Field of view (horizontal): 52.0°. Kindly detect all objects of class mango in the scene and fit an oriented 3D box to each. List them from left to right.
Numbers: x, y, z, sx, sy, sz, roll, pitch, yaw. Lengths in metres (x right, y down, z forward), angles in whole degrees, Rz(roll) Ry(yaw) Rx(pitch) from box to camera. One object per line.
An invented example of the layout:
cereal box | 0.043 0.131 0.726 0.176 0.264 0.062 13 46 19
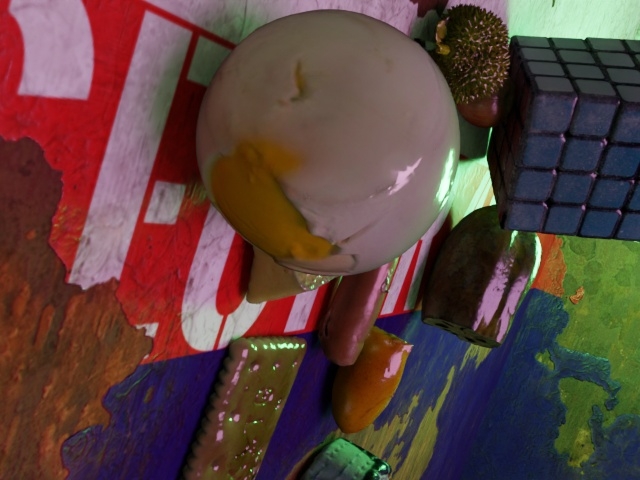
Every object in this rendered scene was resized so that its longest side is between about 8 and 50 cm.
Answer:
mango | 0.094 0.290 1.350 0.252 0.126 0.154 -68 165 18

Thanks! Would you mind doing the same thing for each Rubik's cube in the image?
Rubik's cube | 0.576 -0.234 1.454 0.343 0.338 0.344 -81 173 -50

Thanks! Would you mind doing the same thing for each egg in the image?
egg | 0.016 -0.099 0.746 0.283 0.283 0.345 -64 165 -6

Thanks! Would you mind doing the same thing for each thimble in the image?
thimble | 0.044 0.558 1.439 0.237 0.150 0.237 -39 142 -39

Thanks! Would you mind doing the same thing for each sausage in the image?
sausage | 0.093 0.031 1.178 0.094 0.094 0.418 17 98 -24

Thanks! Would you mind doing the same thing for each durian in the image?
durian | 0.263 -0.331 1.145 0.159 0.146 0.198 -60 156 -18

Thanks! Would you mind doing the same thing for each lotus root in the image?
lotus root | 0.397 0.078 1.605 0.345 0.251 0.250 -64 153 -6

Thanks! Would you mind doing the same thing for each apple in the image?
apple | 0.344 -0.296 1.368 0.126 0.102 0.126 -33 132 -46

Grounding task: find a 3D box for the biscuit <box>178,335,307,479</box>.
biscuit | -0.127 0.305 1.054 0.217 0.044 0.324 17 96 -64

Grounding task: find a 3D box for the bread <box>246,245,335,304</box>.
bread | 0.000 0.000 0.983 0.266 0.142 0.178 -29 150 -47
